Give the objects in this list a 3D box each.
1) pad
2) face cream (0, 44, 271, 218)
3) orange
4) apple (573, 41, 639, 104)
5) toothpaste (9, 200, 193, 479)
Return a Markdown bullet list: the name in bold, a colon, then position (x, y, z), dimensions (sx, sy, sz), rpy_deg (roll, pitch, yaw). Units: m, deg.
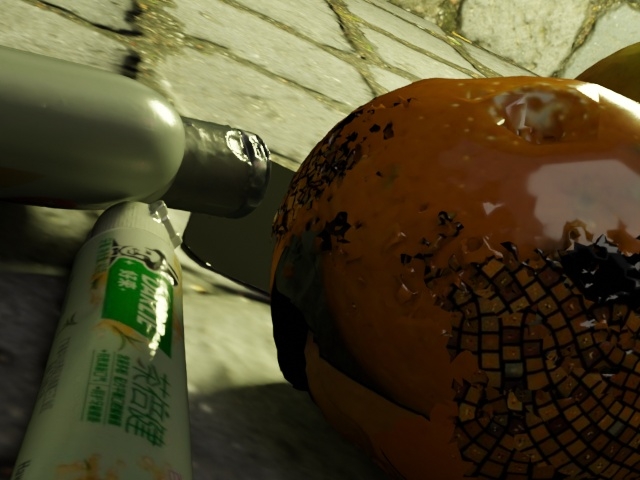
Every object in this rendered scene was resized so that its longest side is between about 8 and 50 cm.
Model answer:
- **pad**: position (0.000, 0.000, 0.796), dimensions (0.181, 0.004, 0.267), rpy_deg (26, 18, -7)
- **face cream**: position (-0.148, -0.054, 0.574), dimensions (0.144, 0.071, 0.291), rpy_deg (-1, -6, 43)
- **orange**: position (0.091, 0.018, 0.545), dimensions (0.234, 0.182, 0.234), rpy_deg (-3, 30, 2)
- **apple**: position (0.248, 0.001, 0.717), dimensions (0.286, 0.286, 0.233), rpy_deg (37, 11, 28)
- **toothpaste**: position (-0.081, 0.063, 0.440), dimensions (0.058, 0.056, 0.314), rpy_deg (-19, 26, 2)
